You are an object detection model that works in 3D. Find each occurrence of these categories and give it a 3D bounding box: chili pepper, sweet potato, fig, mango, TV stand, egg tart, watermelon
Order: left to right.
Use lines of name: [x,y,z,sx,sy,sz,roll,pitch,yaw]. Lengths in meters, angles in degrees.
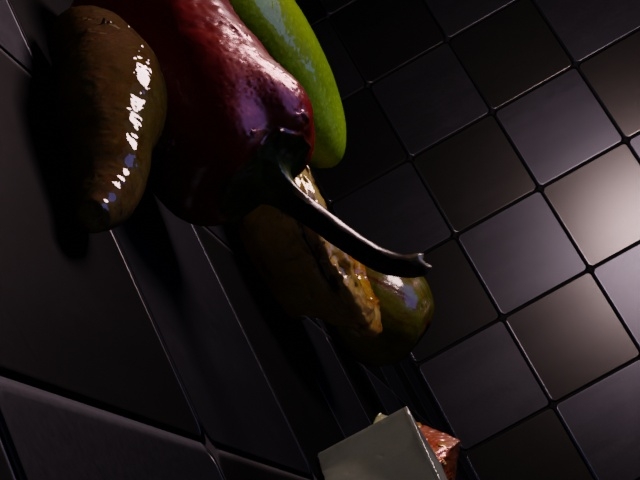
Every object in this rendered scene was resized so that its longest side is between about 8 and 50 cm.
sweet potato: [-0.123,-0.078,0.683,0.077,0.077,0.244,58,3,-36]
chili pepper: [-0.076,-0.082,0.811,0.131,0.134,0.338,28,26,-55]
mango: [-0.090,-0.215,1.234,0.343,0.156,0.192,47,0,-11]
egg tart: [-0.018,0.005,1.172,0.241,0.105,0.241,63,2,-5]
fig: [0.029,0.060,1.524,0.259,0.151,0.151,33,-4,16]
watermelon: [0.099,0.224,1.175,0.135,0.094,0.125,59,10,33]
TV stand: [0.081,0.248,0.823,0.083,0.088,0.269,58,6,-36]
